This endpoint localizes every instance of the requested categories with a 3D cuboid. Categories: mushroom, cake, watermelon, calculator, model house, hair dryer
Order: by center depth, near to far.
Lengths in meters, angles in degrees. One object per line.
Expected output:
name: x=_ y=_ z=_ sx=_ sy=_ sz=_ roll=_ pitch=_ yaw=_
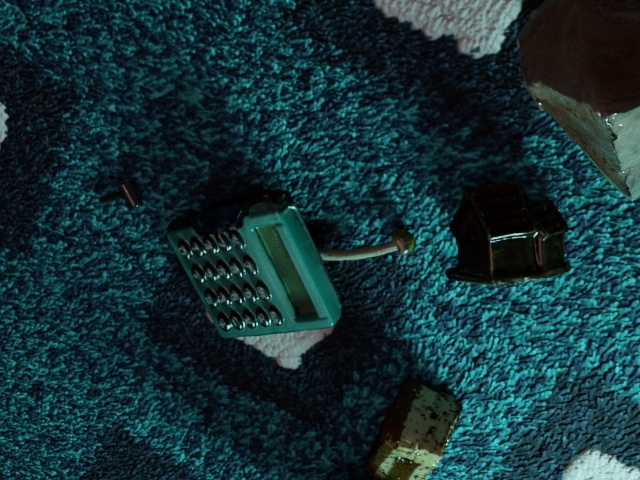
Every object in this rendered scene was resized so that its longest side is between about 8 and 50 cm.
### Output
watermelon: x=0.388 y=-0.213 z=1.099 sx=0.283 sy=0.292 sz=0.250 roll=39 pitch=94 yaw=-1
model house: x=0.271 y=-0.014 z=1.339 sx=0.165 sy=0.106 sz=0.152 roll=-9 pitch=104 yaw=-13
mushroom: x=0.001 y=0.000 z=1.480 sx=0.306 sy=0.043 sz=0.068 roll=5 pitch=98 yaw=21
calculator: x=-0.116 y=0.047 z=1.515 sx=0.274 sy=0.058 sz=0.248 roll=-10 pitch=115 yaw=35
cake: x=0.137 y=0.367 z=1.562 sx=0.112 sy=0.135 sz=0.246 roll=25 pitch=123 yaw=6
hair dryer: x=-0.346 y=-0.073 z=1.585 sx=0.083 sy=0.026 sz=0.047 roll=-13 pitch=110 yaw=31
